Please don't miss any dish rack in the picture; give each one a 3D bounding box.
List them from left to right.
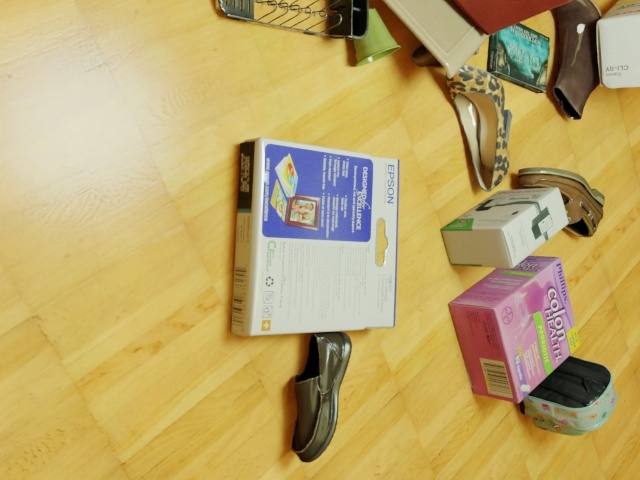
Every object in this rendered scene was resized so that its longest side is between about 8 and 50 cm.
[{"bbox_3d":[-0.044,-0.431,1.169,0.272,0.074,0.208,-2,92,-40],"label":"dish rack"}]

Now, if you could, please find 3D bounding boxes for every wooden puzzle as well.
[{"bbox_3d":[0.200,-0.427,1.347,0.238,0.044,0.221,49,49,-9],"label":"wooden puzzle"}]

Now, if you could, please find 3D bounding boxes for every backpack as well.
[{"bbox_3d":[0.539,0.335,1.608,0.166,0.188,0.144,-38,115,-33],"label":"backpack"}]

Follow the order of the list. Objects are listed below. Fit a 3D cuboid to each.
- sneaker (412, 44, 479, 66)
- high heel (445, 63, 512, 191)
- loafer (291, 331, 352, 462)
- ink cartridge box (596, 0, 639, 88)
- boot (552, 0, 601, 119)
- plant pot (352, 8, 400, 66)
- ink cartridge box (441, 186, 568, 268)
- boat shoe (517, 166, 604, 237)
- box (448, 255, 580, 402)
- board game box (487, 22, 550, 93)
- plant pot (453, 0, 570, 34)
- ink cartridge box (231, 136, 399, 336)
[{"bbox_3d":[0.251,-0.360,1.424,0.188,0.066,0.071,-37,115,-32],"label":"sneaker"},{"bbox_3d":[0.304,-0.220,1.451,0.261,0.093,0.186,33,64,-45],"label":"high heel"},{"bbox_3d":[-0.015,0.250,1.221,0.078,0.080,0.219,22,73,-28],"label":"loafer"},{"bbox_3d":[0.823,-0.491,1.704,0.385,0.279,0.160,-42,126,-46],"label":"ink cartridge box"},{"bbox_3d":[0.569,-0.422,1.672,0.248,0.090,0.206,46,61,-35],"label":"boot"},{"bbox_3d":[0.086,-0.354,1.285,0.083,0.083,0.079,-24,94,-37],"label":"plant pot"},{"bbox_3d":[0.368,-0.028,1.477,0.208,0.153,0.086,-30,109,-36],"label":"ink cartridge box"},{"bbox_3d":[0.541,-0.081,1.647,0.307,0.111,0.104,16,80,-39],"label":"boat shoe"},{"bbox_3d":[0.406,0.176,1.538,0.243,0.117,0.213,-29,109,-36],"label":"box"},{"bbox_3d":[0.428,-0.398,1.597,0.186,0.026,0.126,7,86,-40],"label":"board game box"},{"bbox_3d":[0.358,-0.530,1.334,0.267,0.267,0.235,-45,112,-43],"label":"plant pot"},{"bbox_3d":[0.000,0.000,1.227,0.307,0.072,0.303,3,88,-42],"label":"ink cartridge box"}]
